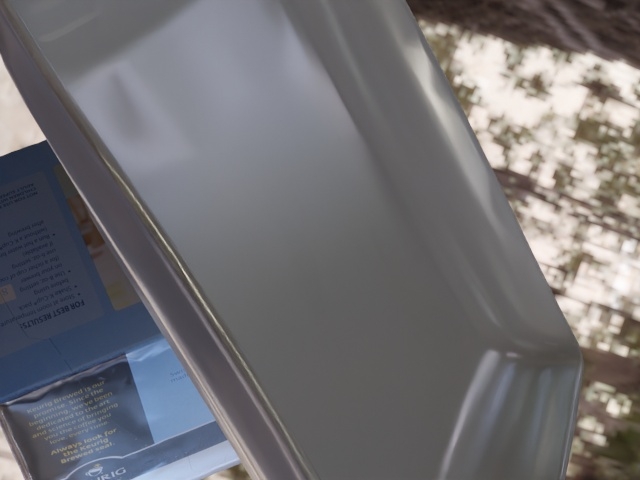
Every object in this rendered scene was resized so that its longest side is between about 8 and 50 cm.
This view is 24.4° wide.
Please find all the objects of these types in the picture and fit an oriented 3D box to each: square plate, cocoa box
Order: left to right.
[{"bbox_3d":[-0.112,0.040,1.206,0.228,0.347,0.231,84,-19,-53],"label":"cocoa box"},{"bbox_3d":[0.009,-0.002,0.645,0.049,0.347,0.344,-23,-164,25],"label":"square plate"}]
